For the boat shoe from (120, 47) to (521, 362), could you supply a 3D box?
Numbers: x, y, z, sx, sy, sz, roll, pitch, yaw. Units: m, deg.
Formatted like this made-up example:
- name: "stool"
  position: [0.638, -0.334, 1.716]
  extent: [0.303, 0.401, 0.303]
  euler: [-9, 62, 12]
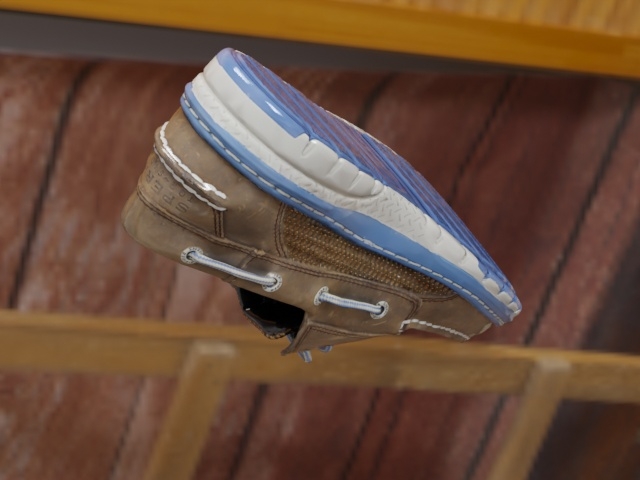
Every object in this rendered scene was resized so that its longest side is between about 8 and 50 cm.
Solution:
- name: "boat shoe"
  position: [0.000, 0.000, 0.577]
  extent: [0.066, 0.183, 0.066]
  euler: [-44, 52, 10]
